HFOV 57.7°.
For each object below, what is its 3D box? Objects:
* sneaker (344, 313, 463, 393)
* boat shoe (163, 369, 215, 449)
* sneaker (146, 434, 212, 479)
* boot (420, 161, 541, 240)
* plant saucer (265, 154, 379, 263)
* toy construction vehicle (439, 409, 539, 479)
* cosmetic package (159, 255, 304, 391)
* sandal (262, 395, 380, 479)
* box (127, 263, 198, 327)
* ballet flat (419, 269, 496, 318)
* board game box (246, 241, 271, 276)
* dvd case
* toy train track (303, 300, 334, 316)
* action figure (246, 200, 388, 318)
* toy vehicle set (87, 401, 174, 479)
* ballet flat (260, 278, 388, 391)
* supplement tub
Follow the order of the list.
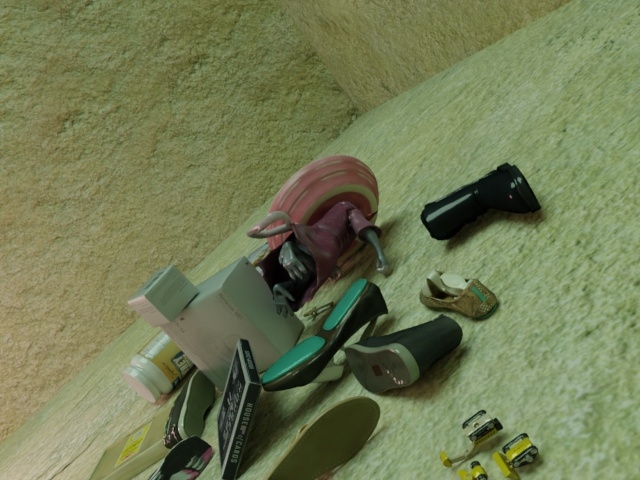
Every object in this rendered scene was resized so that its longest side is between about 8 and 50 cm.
[{"bbox_3d":[0.128,0.177,0.912,0.118,0.083,0.222,-24,0,-25],"label":"sneaker"},{"bbox_3d":[-0.296,0.373,1.310,0.069,0.081,0.228,-31,18,15],"label":"boat shoe"},{"bbox_3d":[-0.289,0.444,1.106,0.178,0.072,0.077,-40,2,-28],"label":"sneaker"},{"bbox_3d":[0.303,-0.062,1.137,0.207,0.094,0.246,-31,9,14],"label":"boot"},{"bbox_3d":[0.023,-0.054,1.488,0.332,0.332,0.084,-40,49,-4],"label":"plant saucer"},{"bbox_3d":[0.185,0.238,0.640,0.098,0.035,0.086,-40,25,5],"label":"toy construction vehicle"},{"bbox_3d":[-0.203,0.195,1.339,0.225,0.224,0.138,-32,16,28],"label":"cosmetic package"},{"bbox_3d":[-0.023,0.301,0.836,0.240,0.088,0.079,-46,21,-9],"label":"sandal"},{"bbox_3d":[-0.346,0.123,1.279,0.102,0.087,0.101,-21,25,50],"label":"box"},{"bbox_3d":[0.216,0.079,0.975,0.073,0.067,0.206,-43,14,-16],"label":"ballet flat"},{"bbox_3d":[-0.146,0.055,1.965,0.318,0.066,0.318,-34,15,19],"label":"board game box"},{"bbox_3d":[-0.157,0.305,1.090,0.239,0.029,0.179,-145,71,-76],"label":"dvd case"},{"bbox_3d":[-0.003,0.165,1.372,0.083,0.014,0.048,-26,11,23],"label":"toy train track"},{"bbox_3d":[0.000,0.000,1.337,0.248,0.275,0.370,-25,15,46],"label":"action figure"},{"bbox_3d":[-0.433,0.493,1.370,0.267,0.035,0.166,-35,14,13],"label":"toy vehicle set"},{"bbox_3d":[0.022,0.191,1.048,0.280,0.096,0.095,-43,12,-15],"label":"ballet flat"},{"bbox_3d":[-0.441,0.341,1.645,0.144,0.144,0.199,-19,24,53],"label":"supplement tub"}]
